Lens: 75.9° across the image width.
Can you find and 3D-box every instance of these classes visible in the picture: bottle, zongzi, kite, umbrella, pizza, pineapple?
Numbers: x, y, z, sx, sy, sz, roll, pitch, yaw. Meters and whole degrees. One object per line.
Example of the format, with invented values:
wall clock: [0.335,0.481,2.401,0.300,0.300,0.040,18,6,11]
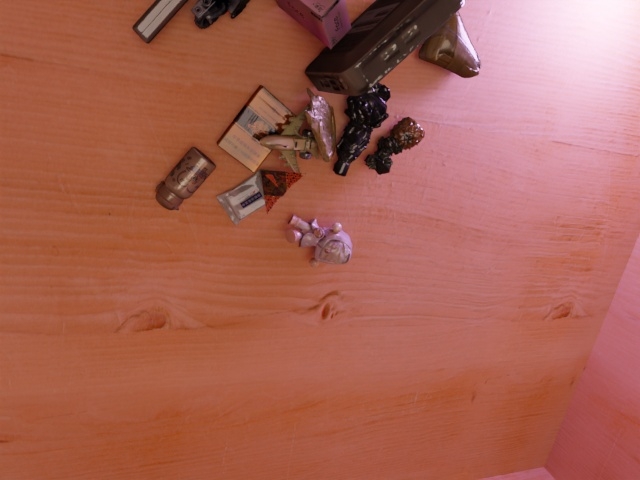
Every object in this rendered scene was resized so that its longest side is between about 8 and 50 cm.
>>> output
bottle: [-0.441,-0.195,1.308,0.110,0.097,0.209,44,93,11]
zongzi: [0.475,-0.713,1.416,0.228,0.115,0.256,11,95,-26]
kite: [-0.162,-0.197,1.393,0.125,0.008,0.222,45,120,-5]
umbrella: [0.119,-0.386,1.406,0.154,0.128,0.337,27,102,-27]
pizza: [0.007,-0.390,1.332,0.034,0.181,0.262,1,153,22]
pineapple: [0.259,-0.335,1.473,0.237,0.119,0.111,-42,104,2]

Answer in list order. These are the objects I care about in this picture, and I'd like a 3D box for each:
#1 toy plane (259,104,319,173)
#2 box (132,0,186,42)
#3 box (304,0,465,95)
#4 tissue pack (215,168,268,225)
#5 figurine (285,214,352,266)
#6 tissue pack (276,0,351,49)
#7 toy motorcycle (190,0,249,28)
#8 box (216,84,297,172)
toy plane: [-0.085,-0.316,1.327,0.256,0.104,0.242,-21,128,-51]
box: [-0.419,-0.653,1.133,0.244,0.103,0.055,-46,121,2]
box: [0.158,-0.586,1.190,0.396,0.396,0.111,-43,119,0]
tissue pack: [-0.248,-0.151,1.424,0.193,0.026,0.123,-33,117,-5]
figurine: [0.001,0.000,1.511,0.275,0.133,0.200,25,113,-20]
tissue pack: [-0.034,-0.678,1.163,0.092,0.148,0.246,-46,73,3]
toy motorcycle: [-0.254,-0.708,1.142,0.270,0.159,0.106,-44,96,-1]
box: [-0.206,-0.360,1.337,0.152,0.070,0.237,36,94,-26]
